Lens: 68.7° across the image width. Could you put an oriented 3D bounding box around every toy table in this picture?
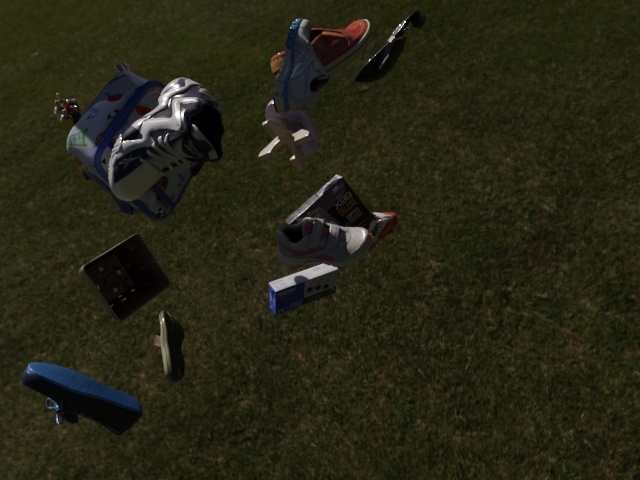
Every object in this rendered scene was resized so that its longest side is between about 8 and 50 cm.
[{"bbox_3d":[-0.124,-0.413,1.871,0.252,0.274,0.160,-27,37,39],"label":"toy table"}]

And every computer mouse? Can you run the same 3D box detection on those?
[{"bbox_3d":[0.198,-0.521,1.301,0.262,0.060,0.184,-40,5,20],"label":"computer mouse"}]

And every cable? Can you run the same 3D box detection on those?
[{"bbox_3d":[-0.780,-0.326,1.478,0.072,0.287,0.139,-13,51,-26],"label":"cable"}]

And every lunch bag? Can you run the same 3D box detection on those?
[{"bbox_3d":[-0.372,-0.182,0.995,0.115,0.303,0.243,21,73,18],"label":"lunch bag"}]

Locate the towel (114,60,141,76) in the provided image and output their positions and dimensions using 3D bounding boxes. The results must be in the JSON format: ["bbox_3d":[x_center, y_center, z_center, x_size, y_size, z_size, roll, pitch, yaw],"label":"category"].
[{"bbox_3d":[-0.396,-0.321,1.183,0.049,0.282,0.187,-43,40,0],"label":"towel"}]

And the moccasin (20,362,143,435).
[{"bbox_3d":[-0.649,0.447,1.267,0.117,0.342,0.138,-55,28,-7],"label":"moccasin"}]

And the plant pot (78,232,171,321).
[{"bbox_3d":[-0.347,0.064,0.804,0.096,0.109,0.109,-8,25,45],"label":"plant pot"}]

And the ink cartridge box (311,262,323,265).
[{"bbox_3d":[-0.016,0.029,1.650,0.145,0.179,0.045,-10,53,39],"label":"ink cartridge box"}]

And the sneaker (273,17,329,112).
[{"bbox_3d":[-0.023,-0.291,0.790,0.083,0.071,0.190,7,69,3],"label":"sneaker"}]

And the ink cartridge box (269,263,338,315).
[{"bbox_3d":[-0.049,0.138,1.367,0.207,0.097,0.046,-18,42,-26],"label":"ink cartridge box"}]

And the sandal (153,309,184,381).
[{"bbox_3d":[-0.540,0.363,1.633,0.086,0.120,0.302,-28,41,6],"label":"sandal"}]

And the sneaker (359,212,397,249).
[{"bbox_3d":[0.231,-0.030,1.874,0.118,0.279,0.107,-10,73,-18],"label":"sneaker"}]

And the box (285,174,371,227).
[{"bbox_3d":[0.040,-0.097,2.051,0.307,0.242,0.076,-41,26,-3],"label":"box"}]

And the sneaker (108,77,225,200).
[{"bbox_3d":[-0.239,-0.147,0.759,0.153,0.094,0.235,32,79,40],"label":"sneaker"}]

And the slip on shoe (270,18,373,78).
[{"bbox_3d":[0.011,-0.411,1.000,0.123,0.101,0.331,-13,29,48],"label":"slip on shoe"}]

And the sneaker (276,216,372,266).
[{"bbox_3d":[0.000,0.000,1.166,0.252,0.111,0.103,-7,52,11],"label":"sneaker"}]
